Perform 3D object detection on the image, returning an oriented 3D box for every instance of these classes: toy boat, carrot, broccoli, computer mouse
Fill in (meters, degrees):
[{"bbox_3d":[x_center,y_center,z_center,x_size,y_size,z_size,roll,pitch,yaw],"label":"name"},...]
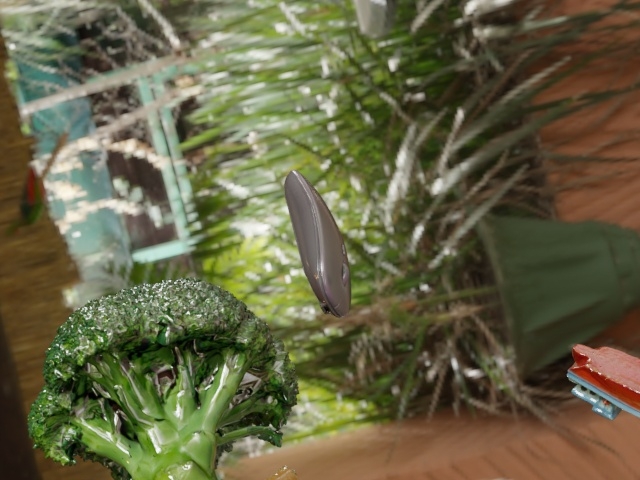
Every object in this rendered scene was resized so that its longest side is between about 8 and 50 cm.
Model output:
[{"bbox_3d":[0.353,0.173,1.157,0.069,0.173,0.059,-33,-45,-44],"label":"toy boat"},{"bbox_3d":[-0.087,0.388,1.579,0.139,0.048,0.048,-20,-83,-53],"label":"carrot"},{"bbox_3d":[-0.156,0.189,1.103,0.297,0.297,0.297,72,179,-53],"label":"broccoli"},{"bbox_3d":[0.001,-0.001,1.453,0.120,0.057,0.232,58,-167,-49],"label":"computer mouse"}]
